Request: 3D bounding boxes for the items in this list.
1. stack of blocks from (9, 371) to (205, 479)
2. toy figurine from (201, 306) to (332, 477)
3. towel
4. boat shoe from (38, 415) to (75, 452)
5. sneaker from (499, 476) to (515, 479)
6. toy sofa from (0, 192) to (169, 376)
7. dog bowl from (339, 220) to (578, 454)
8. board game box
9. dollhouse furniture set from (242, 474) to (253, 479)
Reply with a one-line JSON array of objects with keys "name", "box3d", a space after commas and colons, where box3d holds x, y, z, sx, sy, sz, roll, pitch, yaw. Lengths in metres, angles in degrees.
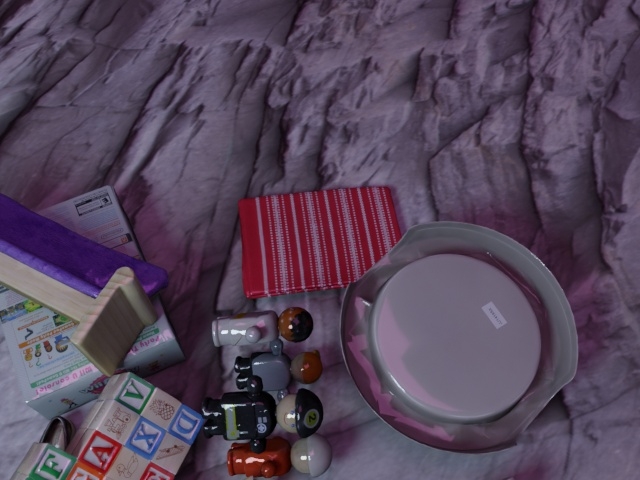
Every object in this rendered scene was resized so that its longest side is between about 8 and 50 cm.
[{"name": "stack of blocks", "box3d": [-0.303, 0.323, 0.889, 0.171, 0.087, 0.297, 38, 61, -20]}, {"name": "toy figurine", "box3d": [-0.061, 0.205, 0.931, 0.148, 0.213, 0.209, -5, 49, 6]}, {"name": "towel", "box3d": [0.000, 0.000, 1.156, 0.275, 0.031, 0.198, -6, 59, -7]}, {"name": "boat shoe", "box3d": [-0.381, 0.321, 0.954, 0.056, 0.049, 0.152, -2, 61, -3]}, {"name": "sneaker", "box3d": [0.166, 0.444, 0.874, 0.293, 0.108, 0.169, -31, 67, -6]}, {"name": "toy sofa", "box3d": [-0.406, 0.025, 0.956, 0.363, 0.150, 0.177, 24, 65, 13]}, {"name": "dog bowl", "box3d": [0.196, 0.147, 1.020, 0.349, 0.102, 0.348, 2, 66, -5]}, {"name": "board game box", "box3d": [-0.372, 0.087, 1.061, 0.224, 0.097, 0.303, -23, 62, -12]}, {"name": "dollhouse furniture set", "box3d": [-0.066, 0.359, 0.906, 0.081, 0.114, 0.091, -4, 58, -9]}]
